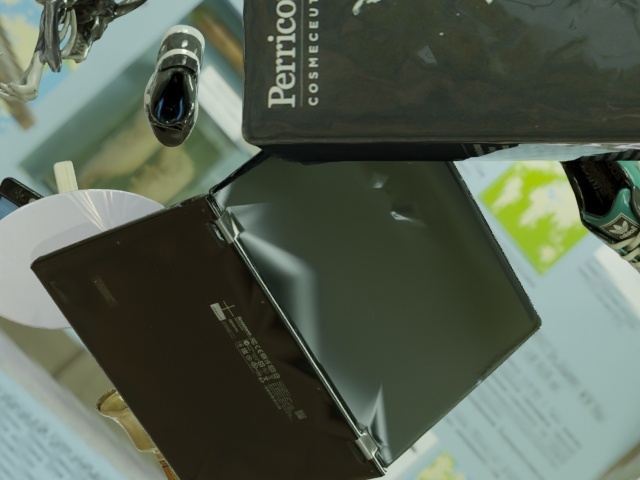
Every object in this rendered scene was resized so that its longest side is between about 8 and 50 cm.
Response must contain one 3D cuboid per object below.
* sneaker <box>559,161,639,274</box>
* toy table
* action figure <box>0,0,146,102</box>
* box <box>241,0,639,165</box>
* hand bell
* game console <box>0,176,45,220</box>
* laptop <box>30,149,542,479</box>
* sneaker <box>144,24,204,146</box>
[{"bbox_3d":[0.389,-0.012,1.782,0.302,0.108,0.121,54,36,7],"label":"sneaker"},{"bbox_3d":[-0.321,0.019,1.927,0.161,0.274,0.252,-171,-98,-79],"label":"toy table"},{"bbox_3d":[-0.284,-0.202,1.288,0.275,0.141,0.164,6,11,-31],"label":"action figure"},{"bbox_3d":[0.192,-0.305,1.180,0.297,0.471,0.480,-1,91,-80],"label":"box"},{"bbox_3d":[-0.211,0.312,2.024,0.126,0.126,0.242,-128,-163,-74],"label":"hand bell"},{"bbox_3d":[-0.447,0.002,2.094,0.124,0.144,0.085,32,20,7],"label":"game console"},{"bbox_3d":[-0.032,0.065,1.651,0.382,0.408,0.236,59,33,-19],"label":"laptop"},{"bbox_3d":[-0.213,-0.184,2.026,0.217,0.079,0.121,104,-6,-48],"label":"sneaker"}]
